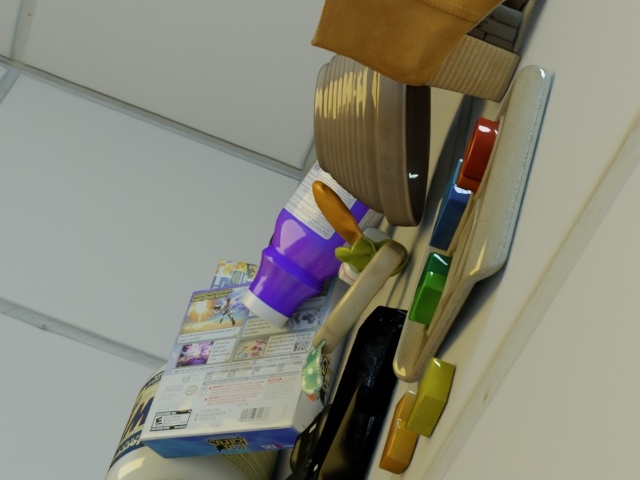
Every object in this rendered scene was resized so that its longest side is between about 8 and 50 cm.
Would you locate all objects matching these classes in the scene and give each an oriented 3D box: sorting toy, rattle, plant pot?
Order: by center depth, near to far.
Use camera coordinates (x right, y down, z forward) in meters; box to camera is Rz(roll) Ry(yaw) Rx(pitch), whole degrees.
[{"bbox_3d":[0.105,0.026,1.197,0.229,0.041,0.307,117,173,-59],"label":"sorting toy"},{"bbox_3d":[0.056,-0.132,1.590,0.237,0.110,0.237,0,-90,-79],"label":"plant pot"},{"bbox_3d":[-0.005,0.059,1.606,0.199,0.143,0.130,-51,13,12],"label":"rattle"}]

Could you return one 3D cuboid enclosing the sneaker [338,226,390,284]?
[{"bbox_3d":[0.050,0.039,1.806,0.070,0.051,0.134,-62,-1,25],"label":"sneaker"}]

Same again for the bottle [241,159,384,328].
[{"bbox_3d":[0.003,-0.017,1.887,0.118,0.092,0.282,38,94,43],"label":"bottle"}]

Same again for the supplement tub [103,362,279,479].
[{"bbox_3d":[-0.189,0.346,2.120,0.325,0.236,0.235,-75,7,-59],"label":"supplement tub"}]

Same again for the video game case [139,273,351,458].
[{"bbox_3d":[-0.093,0.167,1.948,0.270,0.061,0.244,-10,49,37],"label":"video game case"}]

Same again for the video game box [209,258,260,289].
[{"bbox_3d":[-0.093,0.096,2.443,0.205,0.187,0.048,-83,5,-72],"label":"video game box"}]

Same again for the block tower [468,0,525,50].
[{"bbox_3d":[0.196,-0.340,1.513,0.097,0.091,0.335,128,162,-75],"label":"block tower"}]

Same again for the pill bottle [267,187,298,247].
[{"bbox_3d":[0.004,-0.015,2.135,0.245,0.131,0.130,121,169,-66],"label":"pill bottle"}]

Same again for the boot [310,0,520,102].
[{"bbox_3d":[0.121,-0.291,1.379,0.104,0.211,0.295,-108,39,-82],"label":"boot"}]

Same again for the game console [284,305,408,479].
[{"bbox_3d":[0.014,0.204,1.525,0.361,0.044,0.213,122,169,-69],"label":"game console"}]
